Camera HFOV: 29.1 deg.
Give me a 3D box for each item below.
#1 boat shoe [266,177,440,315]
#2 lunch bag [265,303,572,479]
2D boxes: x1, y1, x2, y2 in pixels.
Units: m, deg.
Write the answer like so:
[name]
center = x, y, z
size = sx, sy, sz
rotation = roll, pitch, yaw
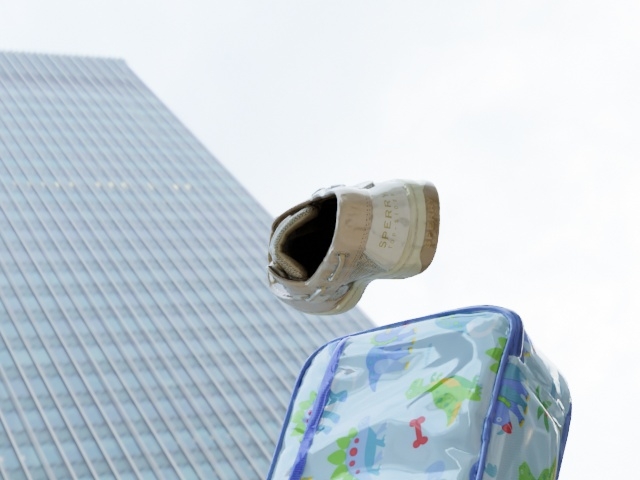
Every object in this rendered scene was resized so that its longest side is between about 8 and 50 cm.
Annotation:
[boat shoe]
center = 0.000, 0.000, 1.230
size = 0.110, 0.341, 0.122
rotation = 5, -105, -21
[lunch bag]
center = 0.045, 0.148, 0.727
size = 0.090, 0.176, 0.219
rotation = 48, -135, -31
